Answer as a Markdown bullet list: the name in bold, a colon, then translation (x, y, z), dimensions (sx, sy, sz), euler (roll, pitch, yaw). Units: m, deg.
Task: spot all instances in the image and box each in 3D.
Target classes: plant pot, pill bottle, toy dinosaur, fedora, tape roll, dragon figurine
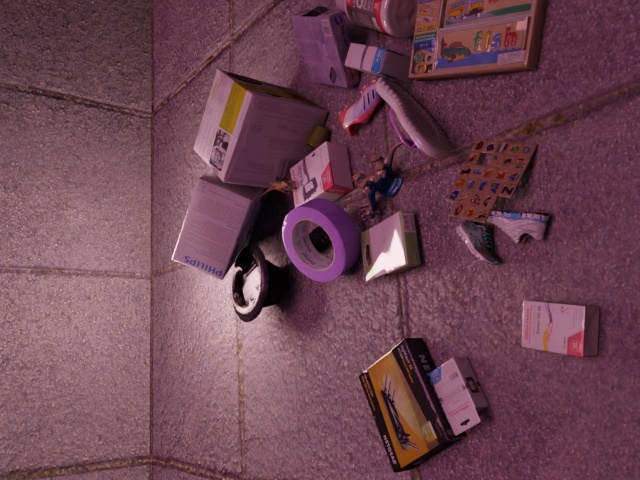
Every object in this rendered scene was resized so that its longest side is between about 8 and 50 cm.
- **plant pot**: translation (-0.005, -0.378, 2.252), dimensions (0.083, 0.083, 0.079), euler (25, 93, 52)
- **pill bottle**: translation (0.185, -0.763, 1.960), dimensions (0.318, 0.176, 0.176), euler (39, 116, 48)
- **toy dinosaur**: translation (-0.147, -0.199, 2.231), dimensions (0.183, 0.092, 0.053), euler (-16, 73, 55)
- **fedora**: translation (-0.229, 0.169, 2.401), dimensions (0.334, 0.152, 0.334), euler (-11, 77, 59)
- **tape roll**: translation (0.000, 0.000, 2.076), dimensions (0.274, 0.090, 0.275), euler (21, 125, 32)
- **dragon figurine**: translation (0.199, -0.196, 1.938), dimensions (0.289, 0.144, 0.085), euler (-49, 44, 12)

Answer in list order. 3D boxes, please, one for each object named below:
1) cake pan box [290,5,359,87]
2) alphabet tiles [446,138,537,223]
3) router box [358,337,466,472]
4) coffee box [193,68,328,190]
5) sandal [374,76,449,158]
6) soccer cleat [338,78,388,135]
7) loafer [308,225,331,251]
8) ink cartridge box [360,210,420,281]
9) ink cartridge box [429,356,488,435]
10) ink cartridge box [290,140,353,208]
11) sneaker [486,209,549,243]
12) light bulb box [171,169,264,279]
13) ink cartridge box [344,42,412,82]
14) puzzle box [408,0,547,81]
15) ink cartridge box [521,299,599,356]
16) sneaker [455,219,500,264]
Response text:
- **cake pan box**: translation (0.014, -0.681, 2.156), dimensions (0.245, 0.070, 0.267), euler (25, 141, 51)
- **alphabet tiles**: translation (0.437, -0.158, 1.608), dimensions (0.198, 0.009, 0.237), euler (19, 78, 53)
- **router box**: translation (0.255, 0.475, 1.776), dimensions (0.243, 0.081, 0.309), euler (-49, 49, 37)
- **coffee box**: translation (-0.238, -0.419, 2.343), dimensions (0.334, 0.337, 0.338), euler (44, 120, 47)
- **sandal**: translation (0.262, -0.344, 1.820), dimensions (0.102, 0.169, 0.416), euler (-55, 33, 29)
- **soccer cleat**: translation (0.156, -0.447, 2.048), dimensions (0.248, 0.083, 0.095), euler (-35, 76, 45)
- **loafer**: translation (0.008, -0.017, 2.191), dimensions (0.223, 0.076, 0.078), euler (-33, 24, 47)
- **ink cartridge box**: translation (0.214, 0.024, 1.916), dimensions (0.235, 0.056, 0.171), euler (-33, 59, 58)
- **ink cartridge box**: translation (0.376, 0.416, 1.639), dimensions (0.104, 0.060, 0.180), euler (-47, 50, 38)
- **ink cartridge box**: translation (0.000, -0.222, 2.195), dimensions (0.237, 0.100, 0.172), euler (-30, 62, 49)
- **sneaker**: translation (0.484, -0.035, 1.552), dimensions (0.190, 0.071, 0.083), euler (10, 100, 52)
- **light bulb box**: translation (-0.388, -0.093, 2.457), dimensions (0.358, 0.225, 0.361), euler (-65, -2, -68)
- **ink cartridge box**: translation (0.191, -0.568, 1.954), dimensions (0.190, 0.139, 0.082), euler (35, 114, 50)
- **puzzle box**: translation (0.427, -0.595, 1.697), dimensions (0.408, 0.052, 0.272), euler (10, 93, 49)
- **ink cartridge box**: translation (0.544, 0.202, 1.439), dimensions (0.198, 0.067, 0.116), euler (0, 85, 53)
- **sneaker**: translation (0.429, -0.005, 1.629), dimensions (0.076, 0.065, 0.166), euler (-55, 48, 27)
